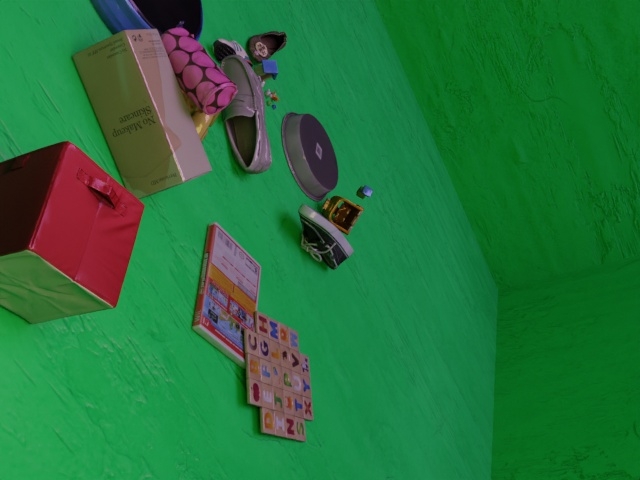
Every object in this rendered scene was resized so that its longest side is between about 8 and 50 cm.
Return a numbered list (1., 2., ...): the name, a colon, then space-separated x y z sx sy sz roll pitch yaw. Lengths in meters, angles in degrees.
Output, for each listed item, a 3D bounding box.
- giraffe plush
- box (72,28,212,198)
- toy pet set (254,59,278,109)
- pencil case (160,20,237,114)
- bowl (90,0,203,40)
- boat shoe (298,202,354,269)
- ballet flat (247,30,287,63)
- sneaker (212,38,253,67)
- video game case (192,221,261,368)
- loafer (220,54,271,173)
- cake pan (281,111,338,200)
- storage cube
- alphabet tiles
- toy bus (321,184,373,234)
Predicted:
1. giraffe plush: -0.311 -0.311 1.686 0.171 0.210 0.181 32 49 -9
2. box: -0.356 -0.253 1.538 0.311 0.148 0.121 68 24 -8
3. toy pet set: -0.146 -0.464 2.237 0.122 0.065 0.114 22 55 -61
4. pencil case: -0.255 -0.353 1.579 0.098 0.095 0.209 -18 61 -41
5. bowl: -0.404 -0.604 1.748 0.391 0.077 0.391 45 35 -46
6. boat shoe: -0.003 -0.002 2.193 0.113 0.105 0.306 38 -6 27
7. ballet flat: -0.154 -0.595 2.313 0.084 0.058 0.250 66 24 -14
8. sneaker: -0.249 -0.516 2.075 0.161 0.057 0.075 23 38 -59
9. video game case: -0.209 0.125 1.755 0.204 0.025 0.285 49 33 -44
10. loafer: -0.199 -0.329 1.973 0.111 0.112 0.319 -11 85 -75
11. cake pan: -0.025 -0.270 2.388 0.293 0.054 0.293 45 37 -47
12. storage cube: -0.415 -0.006 1.166 0.183 0.215 0.193 48 40 -46
13. alphabet tiles: -0.096 0.333 1.849 0.342 0.011 0.285 38 43 -59
14. toy bus: 0.057 -0.090 2.377 0.104 0.202 0.190 31 46 -13
